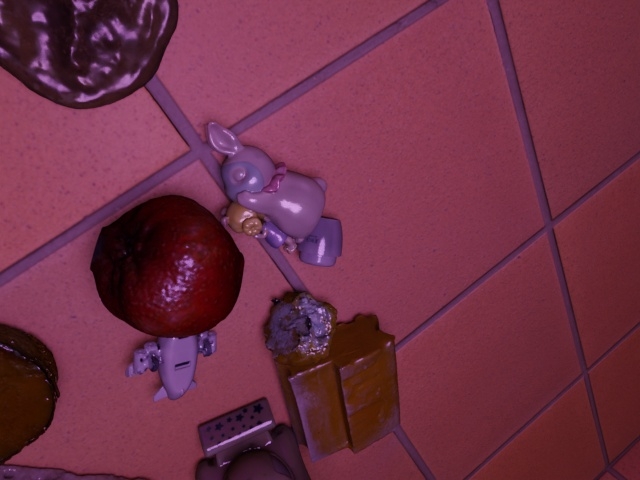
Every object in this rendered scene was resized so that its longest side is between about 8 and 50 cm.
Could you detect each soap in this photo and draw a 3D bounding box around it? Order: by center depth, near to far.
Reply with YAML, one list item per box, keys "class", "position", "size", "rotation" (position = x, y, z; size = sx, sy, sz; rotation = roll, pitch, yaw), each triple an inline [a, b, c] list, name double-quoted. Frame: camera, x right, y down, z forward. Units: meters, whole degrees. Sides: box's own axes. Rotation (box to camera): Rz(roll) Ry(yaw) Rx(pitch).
- class: "soap"
  position: [0.048, 0.339, 0.913]
  size: [0.260, 0.143, 0.280]
  rotation: [-19, 120, -14]

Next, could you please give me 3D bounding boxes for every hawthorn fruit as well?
- class: "hawthorn fruit"
  position: [-0.227, 0.065, 0.654]
  size: [0.210, 0.231, 0.266]
  rotation: [-68, 150, -30]

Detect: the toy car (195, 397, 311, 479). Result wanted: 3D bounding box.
- class: "toy car"
  position: [-0.113, 0.517, 0.784]
  size: [0.243, 0.336, 0.226]
  rotation: [-17, 112, -18]

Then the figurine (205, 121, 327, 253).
- class: "figurine"
  position: [-0.117, -0.090, 0.698]
  size: [0.236, 0.127, 0.155]
  rotation: [29, 104, -24]

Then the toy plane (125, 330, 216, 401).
- class: "toy plane"
  position: [-0.274, 0.224, 0.757]
  size: [0.174, 0.080, 0.173]
  rotation: [-18, 119, -37]

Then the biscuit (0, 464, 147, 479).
- class: "biscuit"
  position: [-0.608, 0.596, 0.724]
  size: [0.430, 0.104, 0.445]
  rotation: [34, 91, -30]

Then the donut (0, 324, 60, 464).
- class: "donut"
  position: [-0.556, 0.243, 0.630]
  size: [0.273, 0.107, 0.271]
  rotation: [-6, 109, -17]

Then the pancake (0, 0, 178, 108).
- class: "pancake"
  position: [-0.342, -0.338, 0.540]
  size: [0.295, 0.049, 0.293]
  rotation: [-10, 110, -27]

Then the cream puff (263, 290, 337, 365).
- class: "cream puff"
  position: [-0.034, 0.186, 0.820]
  size: [0.156, 0.156, 0.121]
  rotation: [17, 135, -28]

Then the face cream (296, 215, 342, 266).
- class: "face cream"
  position: [0.000, 0.000, 0.794]
  size: [0.091, 0.091, 0.094]
  rotation: [6, 97, -26]
